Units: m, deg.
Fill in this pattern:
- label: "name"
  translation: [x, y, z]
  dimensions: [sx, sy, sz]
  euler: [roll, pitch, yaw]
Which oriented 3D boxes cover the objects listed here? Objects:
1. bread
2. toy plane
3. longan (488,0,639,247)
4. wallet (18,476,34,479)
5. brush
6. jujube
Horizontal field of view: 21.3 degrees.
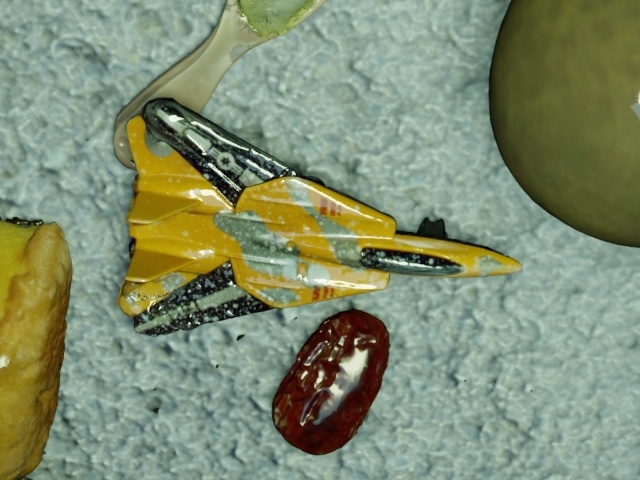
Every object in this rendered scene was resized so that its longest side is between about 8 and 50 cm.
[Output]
- label: "bread"
  translation: [-0.283, 0.113, 1.389]
  dimensions: [0.129, 0.134, 0.260]
  euler: [12, 112, 0]
- label: "toy plane"
  translation: [0.000, -0.005, 1.351]
  dimensions: [0.316, 0.103, 0.204]
  euler: [3, 114, -6]
- label: "longan"
  translation: [0.249, -0.113, 1.211]
  dimensions: [0.258, 0.258, 0.258]
  euler: [1, 112, 3]
- label: "wallet"
  translation: [-0.259, 0.283, 1.467]
  dimensions: [0.161, 0.042, 0.195]
  euler: [-31, 133, 12]
- label: "brush"
  translation: [-0.060, -0.163, 1.307]
  dimensions: [0.072, 0.067, 0.313]
  euler: [41, 110, -13]
- label: "jujube"
  translation: [0.012, 0.117, 1.409]
  dimensions: [0.077, 0.077, 0.129]
  euler: [30, 101, -8]
